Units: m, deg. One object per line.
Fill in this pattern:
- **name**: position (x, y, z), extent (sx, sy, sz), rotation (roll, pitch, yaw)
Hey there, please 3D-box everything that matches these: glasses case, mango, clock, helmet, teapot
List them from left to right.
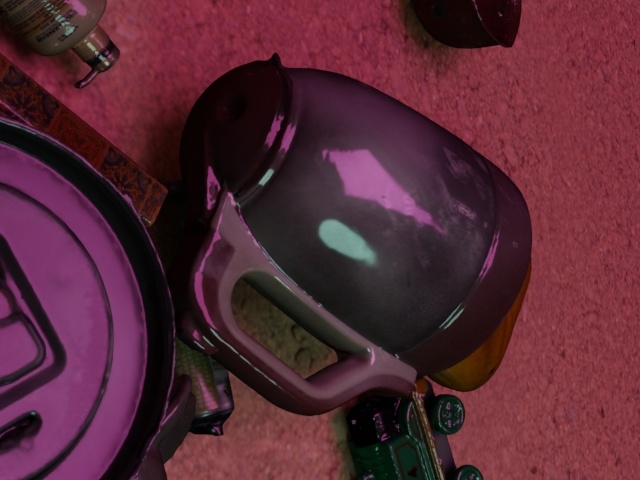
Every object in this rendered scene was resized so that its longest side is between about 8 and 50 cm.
- **clock**: position (-0.246, 0.064, 0.683), extent (0.312, 0.061, 0.313), rotation (9, 73, -33)
- **glasses case**: position (-0.223, -0.076, 0.787), extent (0.218, 0.075, 0.049), rotation (41, 56, -36)
- **teapot**: position (0.000, 0.000, 0.923), extent (0.312, 0.233, 0.315), rotation (32, 60, -33)
- **helmet**: position (0.177, -0.306, 1.280), extent (0.175, 0.106, 0.155), rotation (-37, 112, -52)
- **mango**: position (0.158, 0.066, 1.125), extent (0.295, 0.120, 0.177), rotation (-42, 143, -65)

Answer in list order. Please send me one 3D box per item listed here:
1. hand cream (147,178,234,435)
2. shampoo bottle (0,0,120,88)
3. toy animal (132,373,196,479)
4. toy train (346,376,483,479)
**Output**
- **hand cream**: position (-0.123, 0.058, 0.901), extent (0.086, 0.055, 0.235), rotation (-2, 75, -53)
- **shampoo bottle**: position (-0.221, -0.198, 0.814), extent (0.162, 0.079, 0.079), rotation (47, 50, -32)
- **toy animal**: position (-0.159, 0.219, 0.781), extent (0.125, 0.127, 0.251), rotation (24, 52, -20)
- **toy train**: position (0.087, 0.237, 1.067), extent (0.136, 0.091, 0.228), rotation (-24, 100, -39)
